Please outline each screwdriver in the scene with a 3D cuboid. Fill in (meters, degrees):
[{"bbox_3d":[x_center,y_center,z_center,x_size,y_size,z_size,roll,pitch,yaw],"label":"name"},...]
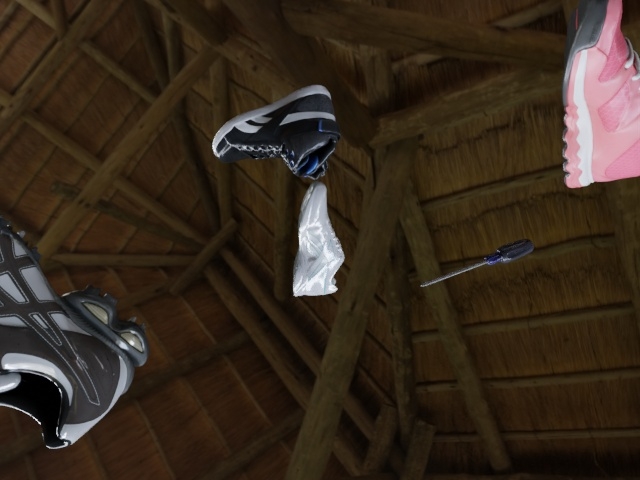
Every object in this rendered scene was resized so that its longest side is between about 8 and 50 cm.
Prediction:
[{"bbox_3d":[0.198,0.030,0.577,0.170,0.025,0.024,-17,-79,-12],"label":"screwdriver"}]

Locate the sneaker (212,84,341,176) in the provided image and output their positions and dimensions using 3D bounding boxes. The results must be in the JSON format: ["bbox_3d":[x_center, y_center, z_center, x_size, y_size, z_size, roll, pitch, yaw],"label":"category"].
[{"bbox_3d":[-0.072,-0.142,0.704,0.217,0.079,0.121,-22,-110,22],"label":"sneaker"}]

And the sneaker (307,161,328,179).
[{"bbox_3d":[-0.022,-0.139,0.820,0.058,0.152,0.084,11,-116,-10],"label":"sneaker"}]

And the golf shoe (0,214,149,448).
[{"bbox_3d":[-0.201,0.044,0.263,0.077,0.198,0.093,-42,-160,31],"label":"golf shoe"}]

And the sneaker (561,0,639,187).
[{"bbox_3d":[0.406,-0.200,0.614,0.136,0.313,0.115,2,-124,30],"label":"sneaker"}]

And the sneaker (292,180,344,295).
[{"bbox_3d":[0.000,0.000,0.564,0.061,0.152,0.053,5,-157,-3],"label":"sneaker"}]
